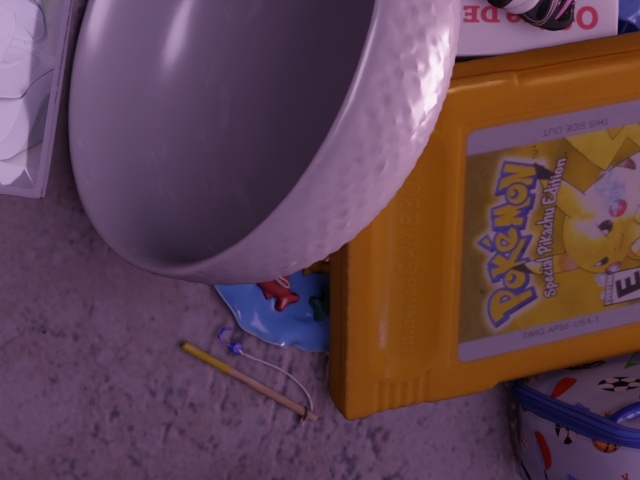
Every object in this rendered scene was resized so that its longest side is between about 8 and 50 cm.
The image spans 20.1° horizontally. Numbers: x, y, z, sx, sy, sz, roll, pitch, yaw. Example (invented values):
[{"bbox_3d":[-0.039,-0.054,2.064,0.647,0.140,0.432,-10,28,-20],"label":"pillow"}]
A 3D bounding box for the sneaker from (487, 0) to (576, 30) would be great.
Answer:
[{"bbox_3d":[0.190,-0.236,1.339,0.077,0.072,0.178,32,90,-38],"label":"sneaker"}]

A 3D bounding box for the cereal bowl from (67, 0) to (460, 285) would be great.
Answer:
[{"bbox_3d":[-0.025,-0.127,1.251,0.141,0.339,0.339,18,88,-41],"label":"cereal bowl"}]

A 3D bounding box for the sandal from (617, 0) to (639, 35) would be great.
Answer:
[{"bbox_3d":[0.329,-0.180,1.516,0.317,0.126,0.138,-20,100,-23],"label":"sandal"}]

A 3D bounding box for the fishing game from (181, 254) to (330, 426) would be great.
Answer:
[{"bbox_3d":[0.000,0.000,1.426,0.189,0.041,0.264,37,80,-26],"label":"fishing game"}]

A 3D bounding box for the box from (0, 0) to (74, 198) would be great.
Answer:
[{"bbox_3d":[-0.250,-0.155,1.171,0.126,0.262,0.231,7,94,-25],"label":"box"}]

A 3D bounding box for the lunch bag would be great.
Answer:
[{"bbox_3d":[0.329,0.151,1.482,0.303,0.243,0.115,-10,100,-23],"label":"lunch bag"}]

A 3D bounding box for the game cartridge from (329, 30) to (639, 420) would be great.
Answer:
[{"bbox_3d":[0.163,-0.013,1.413,0.323,0.053,0.285,-13,123,-20],"label":"game cartridge"}]

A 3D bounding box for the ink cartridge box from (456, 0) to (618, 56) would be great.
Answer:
[{"bbox_3d":[0.112,-0.294,1.396,0.226,0.131,0.306,-3,96,-25],"label":"ink cartridge box"}]
